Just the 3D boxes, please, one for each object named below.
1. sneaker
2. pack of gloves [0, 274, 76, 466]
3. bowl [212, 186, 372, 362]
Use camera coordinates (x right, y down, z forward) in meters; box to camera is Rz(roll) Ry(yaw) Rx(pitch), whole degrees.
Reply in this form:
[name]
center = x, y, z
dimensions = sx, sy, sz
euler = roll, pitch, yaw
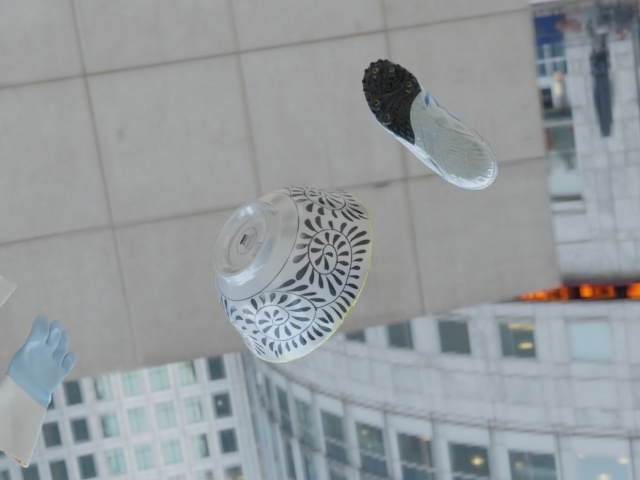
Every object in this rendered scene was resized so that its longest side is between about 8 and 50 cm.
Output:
[sneaker]
center = 0.148, -0.157, 1.548
dimensions = 0.085, 0.237, 0.086
euler = -46, 171, 5
[pack of gloves]
center = -0.373, 0.122, 1.318
dimensions = 0.046, 0.195, 0.232
euler = -36, -158, 25
[bowl]
center = -0.042, 0.015, 0.985
dimensions = 0.080, 0.170, 0.170
euler = 30, 164, -36
